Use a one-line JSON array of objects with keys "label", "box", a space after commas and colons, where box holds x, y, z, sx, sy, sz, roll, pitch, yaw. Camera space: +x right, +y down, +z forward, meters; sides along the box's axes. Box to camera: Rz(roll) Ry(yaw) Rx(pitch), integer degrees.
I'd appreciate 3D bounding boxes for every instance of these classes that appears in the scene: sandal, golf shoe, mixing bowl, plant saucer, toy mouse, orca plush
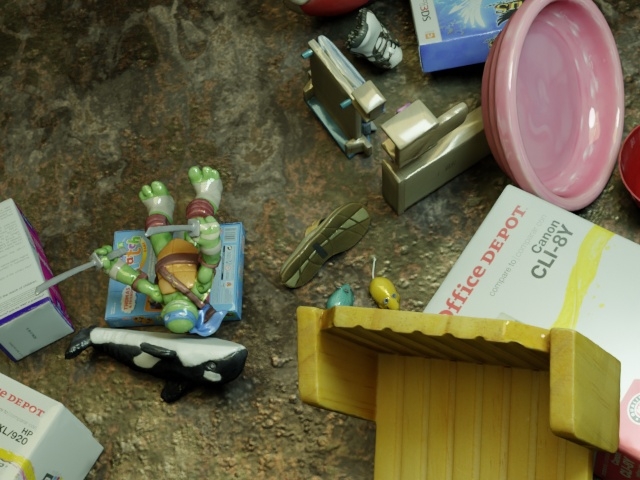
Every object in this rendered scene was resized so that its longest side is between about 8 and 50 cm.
[{"label": "sandal", "box": [0.000, 0.000, 1.763, 0.180, 0.072, 0.049, -42, 40, -9]}, {"label": "golf shoe", "box": [0.096, -0.330, 1.861, 0.094, 0.198, 0.077, 27, 99, 4]}, {"label": "mixing bowl", "box": [0.536, -0.091, 1.684, 0.182, 0.098, 0.181, -4, 60, 8]}, {"label": "plant saucer", "box": [0.343, -0.208, 1.681, 0.084, 0.332, 0.332, 2, 57, 42]}, {"label": "toy mouse", "box": [0.056, 0.111, 1.700, 0.143, 0.031, 0.161, -28, 59, -6]}, {"label": "orca plush", "box": [-0.244, 0.193, 1.674, 0.287, 0.151, 0.102, 4, 93, 10]}]

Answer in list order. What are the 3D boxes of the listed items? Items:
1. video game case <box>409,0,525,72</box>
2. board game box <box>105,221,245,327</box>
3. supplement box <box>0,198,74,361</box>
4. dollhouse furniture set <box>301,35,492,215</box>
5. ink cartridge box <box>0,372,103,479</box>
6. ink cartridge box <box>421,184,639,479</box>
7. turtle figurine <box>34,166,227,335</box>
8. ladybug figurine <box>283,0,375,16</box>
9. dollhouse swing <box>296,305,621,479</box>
[{"label": "video game case", "box": [0.288, -0.394, 1.889, 0.270, 0.061, 0.244, -10, 42, 5]}, {"label": "board game box", "box": [-0.229, 0.054, 1.784, 0.212, 0.039, 0.160, -3, 60, 8]}, {"label": "supplement box", "box": [-0.491, 0.061, 1.789, 0.114, 0.111, 0.220, -27, 60, -5]}, {"label": "dollhouse furniture set", "box": [0.113, -0.245, 1.745, 0.198, 0.286, 0.303, -34, 71, -9]}, {"label": "ink cartridge box", "box": [-0.462, 0.327, 1.597, 0.171, 0.168, 0.232, 22, 66, 22]}, {"label": "ink cartridge box", "box": [0.356, 0.136, 1.552, 0.385, 0.160, 0.279, 28, 70, 23]}, {"label": "turtle figurine", "box": [-0.238, -0.011, 1.665, 0.275, 0.198, 0.266, 25, 39, -22]}, {"label": "ladybug figurine", "box": [0.086, -0.546, 1.921, 0.162, 0.305, 0.449, 27, 66, 13]}, {"label": "dollhouse swing", "box": [0.157, 0.263, 1.364, 0.347, 0.315, 0.304, 4, 78, 29]}]
